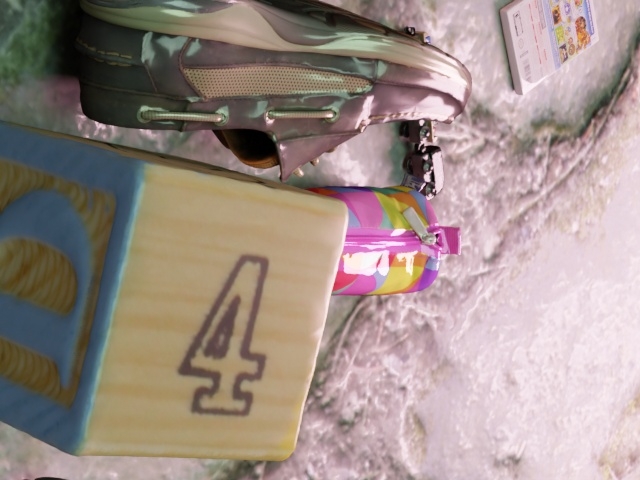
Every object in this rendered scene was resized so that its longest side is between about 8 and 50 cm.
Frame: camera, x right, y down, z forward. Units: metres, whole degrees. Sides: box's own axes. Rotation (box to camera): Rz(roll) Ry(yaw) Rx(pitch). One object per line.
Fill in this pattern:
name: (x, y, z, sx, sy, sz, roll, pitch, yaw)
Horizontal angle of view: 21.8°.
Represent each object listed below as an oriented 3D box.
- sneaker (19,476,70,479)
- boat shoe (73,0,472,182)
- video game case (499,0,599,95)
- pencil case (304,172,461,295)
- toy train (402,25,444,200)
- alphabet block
sneaker: (-0.249, 0.306, 1.167, 0.297, 0.111, 0.129, -42, 134, -28)
boat shoe: (-0.039, -0.119, 1.255, 0.355, 0.132, 0.130, 8, 106, -38)
video game case: (0.216, -0.201, 1.557, 0.122, 0.011, 0.087, -36, 124, -33)
pencil case: (0.000, 0.000, 1.333, 0.236, 0.104, 0.104, -3, 104, -44)
toy train: (0.089, -0.111, 1.442, 0.036, 0.027, 0.158, -29, 122, -41)
alphabet block: (-0.127, 0.036, 1.147, 0.197, 0.192, 0.193, 9, 97, -47)
